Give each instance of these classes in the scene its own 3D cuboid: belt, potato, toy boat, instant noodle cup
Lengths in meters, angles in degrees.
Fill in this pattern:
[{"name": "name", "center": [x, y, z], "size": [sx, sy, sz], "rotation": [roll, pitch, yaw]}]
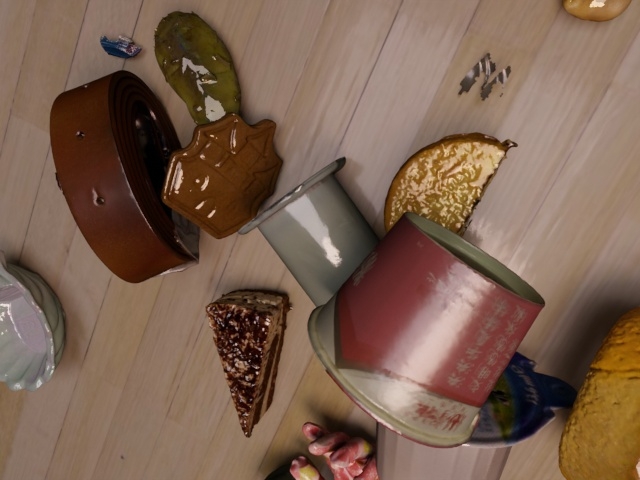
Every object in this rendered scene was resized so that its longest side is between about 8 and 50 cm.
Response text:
[{"name": "belt", "center": [-0.313, -0.100, 0.704], "size": [0.122, 0.217, 0.338], "rotation": [-17, 90, 10]}, {"name": "potato", "center": [-0.202, -0.278, 0.712], "size": [0.118, 0.090, 0.225], "rotation": [-27, 90, 16]}, {"name": "toy boat", "center": [-0.619, 0.162, 0.875], "size": [0.200, 0.100, 0.289], "rotation": [-21, 94, 15]}, {"name": "toy boat", "center": [-0.362, -0.355, 0.770], "size": [0.084, 0.038, 0.038], "rotation": [17, 102, 11]}, {"name": "potato", "center": [0.378, -0.335, 0.577], "size": [0.084, 0.062, 0.068], "rotation": [2, 70, -15]}, {"name": "instant noodle cup", "center": [0.127, 0.087, 0.498], "size": [0.235, 0.235, 0.178], "rotation": [33, 106, 7]}]

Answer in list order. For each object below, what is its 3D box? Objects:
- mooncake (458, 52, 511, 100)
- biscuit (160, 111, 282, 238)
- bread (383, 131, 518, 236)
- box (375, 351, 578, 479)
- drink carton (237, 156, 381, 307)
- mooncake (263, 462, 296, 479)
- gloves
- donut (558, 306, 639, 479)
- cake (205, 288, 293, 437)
[{"name": "mooncake", "center": [0.386, -0.208, 0.597], "size": [0.347, 0.057, 0.150], "rotation": [29, 91, 11]}, {"name": "biscuit", "center": [-0.144, -0.114, 0.691], "size": [0.215, 0.182, 0.034], "rotation": [-52, 43, -4]}, {"name": "bread", "center": [0.171, -0.063, 0.625], "size": [0.140, 0.143, 0.228], "rotation": [29, 105, 9]}, {"name": "box", "center": [0.206, 0.283, 0.642], "size": [0.292, 0.262, 0.206], "rotation": [5, 112, 4]}, {"name": "drink carton", "center": [0.000, 0.000, 0.663], "size": [0.186, 0.191, 0.189], "rotation": [-30, 97, 14]}, {"name": "mooncake", "center": [-0.048, 0.498, 0.751], "size": [0.104, 0.175, 0.168], "rotation": [-32, 132, 13]}, {"name": "gloves", "center": [0.052, 0.401, 0.739], "size": [0.145, 0.126, 0.241], "rotation": [-29, 94, 40]}, {"name": "donut", "center": [0.422, 0.217, 0.557], "size": [0.110, 0.303, 0.302], "rotation": [27, 107, 47]}, {"name": "cake", "center": [-0.145, 0.207, 0.762], "size": [0.135, 0.112, 0.245], "rotation": [16, 105, 14]}]
